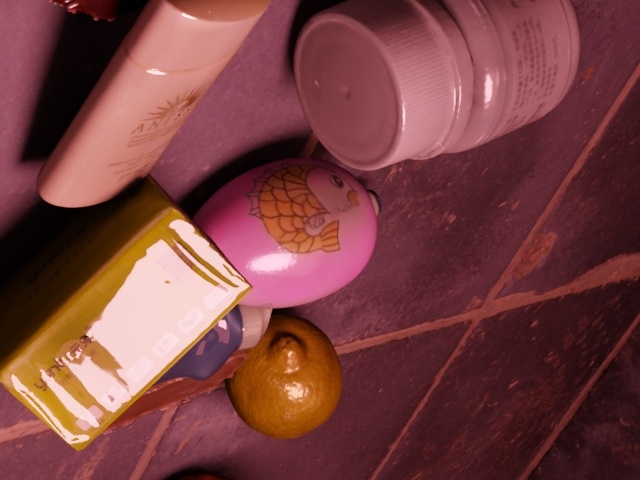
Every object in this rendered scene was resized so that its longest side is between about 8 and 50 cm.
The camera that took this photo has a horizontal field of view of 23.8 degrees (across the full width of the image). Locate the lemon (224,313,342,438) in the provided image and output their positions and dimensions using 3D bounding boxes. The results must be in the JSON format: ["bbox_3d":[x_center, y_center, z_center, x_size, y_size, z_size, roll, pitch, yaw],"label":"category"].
[{"bbox_3d":[-0.055,0.209,2.297,0.184,0.184,0.248,-38,161,-13],"label":"lemon"}]

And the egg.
[{"bbox_3d":[-0.051,-0.004,1.984,0.271,0.196,0.196,-31,151,-29],"label":"egg"}]

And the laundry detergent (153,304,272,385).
[{"bbox_3d":[-0.199,0.129,1.988,0.289,0.094,0.143,-7,121,-26],"label":"laundry detergent"}]

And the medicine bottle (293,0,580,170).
[{"bbox_3d":[0.143,-0.228,1.883,0.306,0.245,0.245,-24,147,-35],"label":"medicine bottle"}]

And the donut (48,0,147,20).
[{"bbox_3d":[-0.192,-0.325,1.444,0.235,0.089,0.235,-34,152,-21],"label":"donut"}]

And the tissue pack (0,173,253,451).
[{"bbox_3d":[-0.247,0.072,1.766,0.274,0.200,0.167,-43,115,-2],"label":"tissue pack"}]

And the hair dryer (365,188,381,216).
[{"bbox_3d":[-0.013,0.000,2.228,0.167,0.067,0.199,-13,155,-32],"label":"hair dryer"}]

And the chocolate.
[{"bbox_3d":[-0.231,0.188,2.121,0.261,0.083,0.161,-20,165,-35],"label":"chocolate"}]

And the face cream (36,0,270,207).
[{"bbox_3d":[-0.173,-0.166,1.600,0.173,0.081,0.348,-30,168,-44],"label":"face cream"}]

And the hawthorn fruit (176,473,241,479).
[{"bbox_3d":[-0.169,0.567,2.396,0.403,0.403,0.403,-33,151,-21],"label":"hawthorn fruit"}]
